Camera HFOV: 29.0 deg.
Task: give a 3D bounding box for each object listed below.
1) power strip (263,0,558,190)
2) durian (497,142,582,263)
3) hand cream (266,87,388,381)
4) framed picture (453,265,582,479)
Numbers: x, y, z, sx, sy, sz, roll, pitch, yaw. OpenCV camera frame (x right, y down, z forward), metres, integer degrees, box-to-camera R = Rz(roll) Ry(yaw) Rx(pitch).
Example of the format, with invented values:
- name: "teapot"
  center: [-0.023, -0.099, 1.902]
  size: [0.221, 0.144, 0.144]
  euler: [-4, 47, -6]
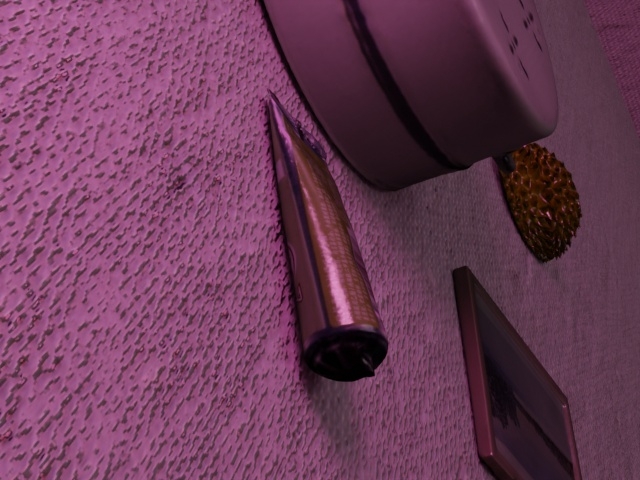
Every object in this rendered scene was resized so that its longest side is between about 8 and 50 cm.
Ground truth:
- name: "power strip"
  center: [0.079, -0.212, 1.080]
  size: [0.357, 0.161, 0.357]
  euler: [52, 27, -41]
- name: "durian"
  center: [0.261, -0.062, 1.554]
  size: [0.215, 0.086, 0.100]
  euler: [67, -13, -15]
- name: "hand cream"
  center: [0.000, 0.000, 0.853]
  size: [0.086, 0.055, 0.235]
  euler: [49, 21, -48]
- name: "framed picture"
  center: [0.207, 0.183, 1.232]
  size: [0.289, 0.016, 0.213]
  euler: [49, 29, -44]
